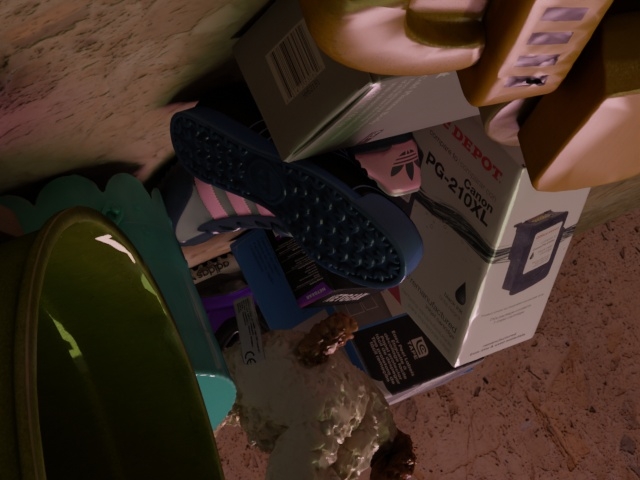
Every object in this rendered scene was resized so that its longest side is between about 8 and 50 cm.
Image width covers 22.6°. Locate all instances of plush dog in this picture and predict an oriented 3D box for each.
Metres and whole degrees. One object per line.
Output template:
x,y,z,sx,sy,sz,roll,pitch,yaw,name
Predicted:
-0.009,0.169,1.633,0.210,0.262,0.225,-55,158,3,plush dog

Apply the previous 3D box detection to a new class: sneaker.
-0.037,-0.038,1.339,0.112,0.131,0.319,-18,169,-38,sneaker
-0.180,0.131,1.890,0.293,0.146,0.102,-25,171,-1,sneaker
-0.002,-0.052,1.162,0.090,0.232,0.081,-33,143,-35,sneaker

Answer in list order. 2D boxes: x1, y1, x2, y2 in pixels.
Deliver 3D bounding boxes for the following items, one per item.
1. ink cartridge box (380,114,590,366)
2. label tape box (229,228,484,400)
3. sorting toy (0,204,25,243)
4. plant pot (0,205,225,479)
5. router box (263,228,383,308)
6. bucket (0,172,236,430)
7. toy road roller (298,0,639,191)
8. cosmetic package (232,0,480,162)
0.128,-0.040,1.367,0.100,0.172,0.237,-18,141,-30,ink cartridge box
0.077,0.064,1.895,0.106,0.240,0.334,-33,168,36,label tape box
-0.335,0.003,0.922,0.255,0.089,0.257,-25,171,4,sorting toy
-0.267,0.199,0.982,0.353,0.366,0.366,-14,173,8,plant pot
0.000,0.000,1.653,0.046,0.133,0.179,-28,170,18,router box
-0.214,0.096,1.310,0.281,0.183,0.281,-24,157,-11,bucket
0.086,-0.157,0.805,0.240,0.202,0.329,-10,163,-11,toy road roller
0.073,-0.142,1.125,0.238,0.107,0.127,-14,164,-36,cosmetic package
